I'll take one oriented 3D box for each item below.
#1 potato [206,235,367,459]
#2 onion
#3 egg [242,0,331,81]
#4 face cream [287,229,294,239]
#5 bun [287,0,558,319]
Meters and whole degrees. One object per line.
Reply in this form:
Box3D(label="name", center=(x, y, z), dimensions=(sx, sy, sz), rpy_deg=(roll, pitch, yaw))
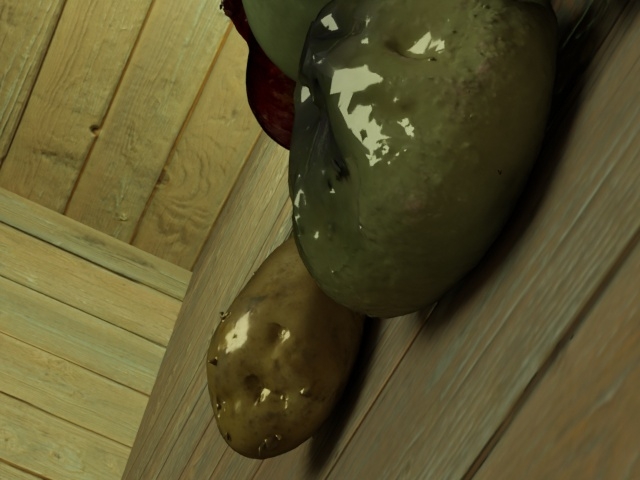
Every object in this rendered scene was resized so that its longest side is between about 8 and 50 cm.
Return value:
Box3D(label="potato", center=(-0.028, 0.078, 1.057), dimensions=(0.235, 0.128, 0.161), rpy_deg=(-63, 11, -21))
Box3D(label="onion", center=(-0.020, -0.239, 1.385), dimensions=(0.273, 0.285, 0.273), rpy_deg=(21, -90, -90))
Box3D(label="egg", center=(0.063, -0.269, 1.038), dimensions=(0.352, 0.258, 0.258), rpy_deg=(-56, 12, 45))
Box3D(label="face cream", center=(0.000, 0.000, 1.304), dimensions=(0.285, 0.067, 0.139), rpy_deg=(-63, 3, 17))
Box3D(label="bun", center=(0.057, -0.083, 0.863), dimensions=(0.273, 0.168, 0.273), rpy_deg=(-163, 90, -80))
